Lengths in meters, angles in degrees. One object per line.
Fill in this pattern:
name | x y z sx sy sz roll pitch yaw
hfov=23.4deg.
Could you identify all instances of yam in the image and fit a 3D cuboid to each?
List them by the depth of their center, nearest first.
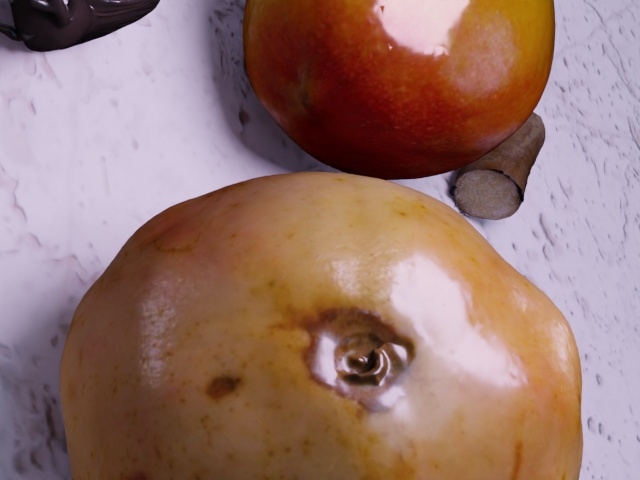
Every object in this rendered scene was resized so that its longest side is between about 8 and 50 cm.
yam | 0.202 -0.087 1.741 0.084 0.084 0.127 50 41 -20

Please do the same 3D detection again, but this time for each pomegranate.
pomegranate | -0.007 0.138 1.217 0.411 0.411 0.411 21 59 -40

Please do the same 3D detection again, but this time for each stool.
stool | -0.215 -0.220 1.297 0.121 0.125 0.217 69 18 -4

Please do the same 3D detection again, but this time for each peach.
peach | 0.071 -0.206 1.498 0.332 0.308 0.308 -37 101 -43

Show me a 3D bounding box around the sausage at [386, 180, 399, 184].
sausage | 0.000 0.001 1.471 0.274 0.105 0.105 -11 82 -48
